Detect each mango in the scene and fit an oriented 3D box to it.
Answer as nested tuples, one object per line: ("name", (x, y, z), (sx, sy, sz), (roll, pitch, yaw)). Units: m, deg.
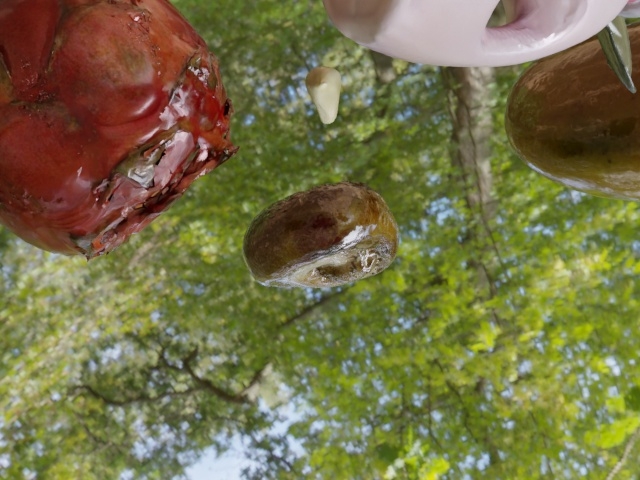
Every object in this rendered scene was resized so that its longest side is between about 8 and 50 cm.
("mango", (0.463, -0.200, 1.245), (0.300, 0.232, 0.445), (-52, -144, -15))

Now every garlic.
("garlic", (0.006, -0.177, 0.985), (0.041, 0.083, 0.053), (-7, -120, 6))

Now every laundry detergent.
("laundry detergent", (0.142, -0.192, 0.542), (0.335, 0.159, 0.088), (-10, -156, -43))

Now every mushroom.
("mushroom", (0.000, 0.000, 1.279), (0.253, 0.253, 0.153), (-15, -107, 18))

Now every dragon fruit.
("dragon fruit", (-0.239, -0.138, 0.879), (0.295, 0.302, 0.295), (-22, 177, -1))

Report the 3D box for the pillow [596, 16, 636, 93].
("pillow", (0.295, -0.264, 0.884), (0.033, 0.217, 0.130), (-19, -156, 25))
